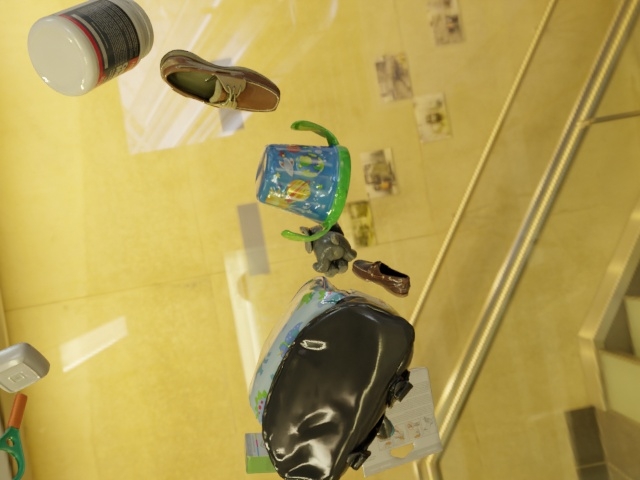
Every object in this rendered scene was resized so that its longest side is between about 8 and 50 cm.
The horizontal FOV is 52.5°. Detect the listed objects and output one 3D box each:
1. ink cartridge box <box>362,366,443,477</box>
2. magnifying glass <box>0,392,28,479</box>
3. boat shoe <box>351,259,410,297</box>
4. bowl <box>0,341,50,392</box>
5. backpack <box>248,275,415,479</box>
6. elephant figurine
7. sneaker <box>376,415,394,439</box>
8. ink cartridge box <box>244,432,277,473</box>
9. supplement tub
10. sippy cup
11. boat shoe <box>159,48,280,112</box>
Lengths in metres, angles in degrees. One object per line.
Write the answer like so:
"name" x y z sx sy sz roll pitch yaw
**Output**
"ink cartridge box" 0.215 0.540 1.961 0.066 0.296 0.261 -18 81 61
"magnifying glass" -0.692 0.443 1.449 0.092 0.026 0.231 39 -156 -34
"boat shoe" 0.183 0.097 1.950 0.207 0.073 0.073 23 130 32
"bowl" -0.820 0.352 1.752 0.053 0.142 0.142 -119 5 -45
"backpack" 0.018 0.192 1.049 0.290 0.273 0.355 -62 -15 7
"elephant figurine" 0.000 0.000 2.199 0.169 0.186 0.239 16 -152 -43
"sneaker" 0.031 0.452 1.719 0.139 0.341 0.125 -58 -23 -20
"ink cartridge box" -0.107 0.593 1.824 0.109 0.209 0.062 -117 31 -69
"supplement tub" -0.557 -0.485 1.598 0.272 0.191 0.191 -54 -38 -50
"sippy cup" -0.058 -0.167 1.790 0.305 0.224 0.240 -101 25 -50
"boat shoe" -0.266 -0.398 1.715 0.119 0.324 0.122 -102 29 -52
